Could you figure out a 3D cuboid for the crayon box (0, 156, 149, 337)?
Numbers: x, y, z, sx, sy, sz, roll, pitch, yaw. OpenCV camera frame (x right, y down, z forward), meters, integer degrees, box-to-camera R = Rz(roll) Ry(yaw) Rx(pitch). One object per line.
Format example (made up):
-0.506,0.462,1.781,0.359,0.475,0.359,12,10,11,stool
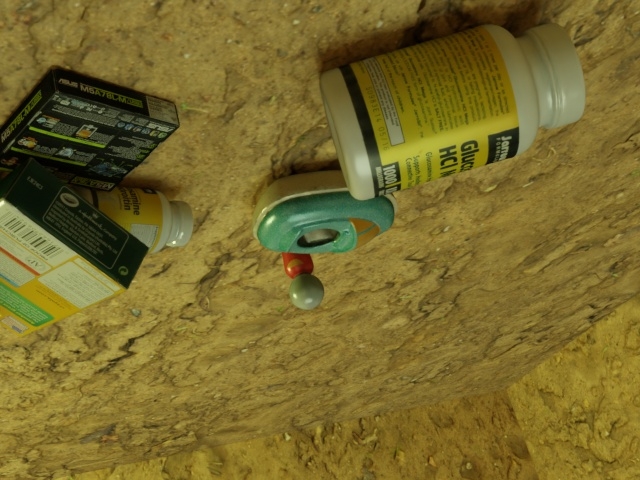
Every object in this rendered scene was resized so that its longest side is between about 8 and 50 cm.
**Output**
-0.424,0.023,1.199,0.322,0.083,0.203,-22,126,42,crayon box

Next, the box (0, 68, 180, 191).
-0.318,-0.141,1.120,0.190,0.045,0.184,10,147,-45,box

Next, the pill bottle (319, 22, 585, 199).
0.180,-0.187,1.152,0.333,0.188,0.188,-16,155,0,pill bottle

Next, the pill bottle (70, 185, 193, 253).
-0.296,-0.032,1.289,0.184,0.103,0.103,4,149,-38,pill bottle

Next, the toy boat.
0.000,0.000,1.483,0.267,0.148,0.318,-6,153,-21,toy boat
